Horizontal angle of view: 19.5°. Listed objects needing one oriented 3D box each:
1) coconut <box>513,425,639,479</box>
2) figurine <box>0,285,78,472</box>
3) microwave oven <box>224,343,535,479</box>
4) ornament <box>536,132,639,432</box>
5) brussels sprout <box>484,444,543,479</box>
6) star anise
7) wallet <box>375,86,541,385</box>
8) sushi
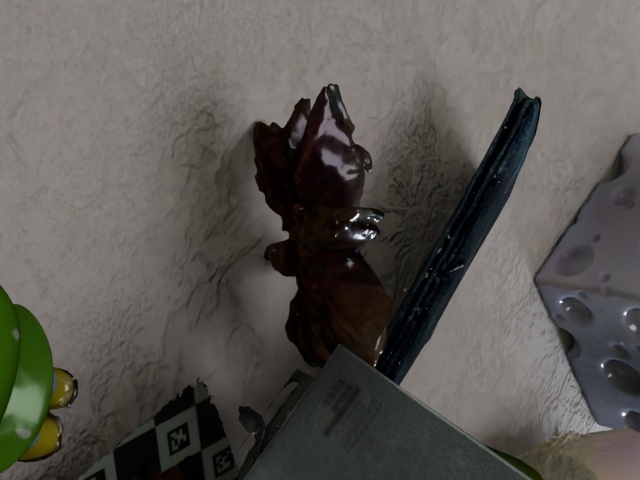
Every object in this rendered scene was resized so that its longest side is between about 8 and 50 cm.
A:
[{"bbox_3d":[0.279,0.296,1.894,0.234,0.224,0.224,-24,115,-44],"label":"coconut"},{"bbox_3d":[-0.256,0.092,1.259,0.263,0.143,0.162,32,78,-60],"label":"figurine"},{"bbox_3d":[-0.007,0.350,1.356,0.432,0.374,0.236,-53,177,-22],"label":"microwave oven"},{"bbox_3d":[0.414,0.058,1.977,0.240,0.240,0.239,-53,134,-30],"label":"ornament"},{"bbox_3d":[0.129,0.270,1.742,0.181,0.144,0.161,-4,70,-13],"label":"brussels sprout"},{"bbox_3d":[0.000,-0.001,1.473,0.088,0.288,0.288,-6,105,-13],"label":"star anise"},{"bbox_3d":[0.096,0.046,1.670,0.379,0.046,0.190,-57,174,-27],"label":"wallet"},{"bbox_3d":[-0.175,0.243,1.450,0.279,0.043,0.192,-42,131,-30],"label":"sushi"}]
